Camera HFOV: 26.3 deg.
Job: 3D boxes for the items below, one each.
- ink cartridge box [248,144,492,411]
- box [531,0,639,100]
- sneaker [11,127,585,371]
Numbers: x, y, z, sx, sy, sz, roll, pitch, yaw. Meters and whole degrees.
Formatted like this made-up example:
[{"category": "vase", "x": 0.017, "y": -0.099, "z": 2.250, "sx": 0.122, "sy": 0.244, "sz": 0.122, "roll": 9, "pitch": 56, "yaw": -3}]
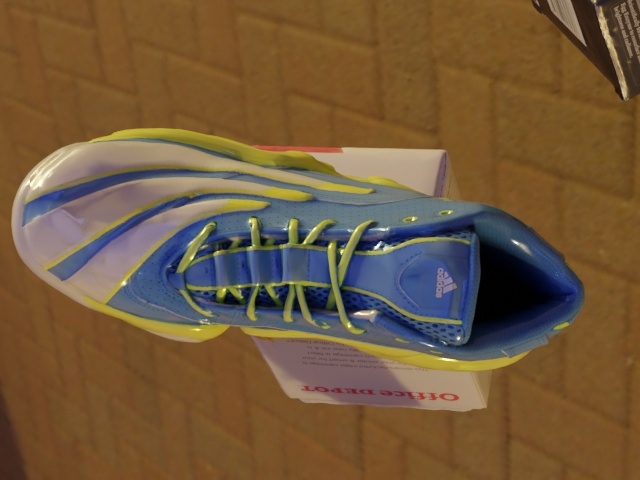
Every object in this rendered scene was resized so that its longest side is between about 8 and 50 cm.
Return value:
[{"category": "ink cartridge box", "x": 0.038, "y": 0.043, "z": 1.352, "sx": 0.226, "sy": 0.131, "sz": 0.306, "roll": 2, "pitch": 150, "yaw": 18}, {"category": "box", "x": 0.239, "y": -0.206, "z": 0.977, "sx": 0.093, "sy": 0.158, "sz": 0.156, "roll": 60, "pitch": -179, "yaw": -40}, {"category": "sneaker", "x": 0.000, "y": 0.000, "z": 0.559, "sx": 0.126, "sy": 0.240, "sz": 0.091, "roll": 164, "pitch": 113, "yaw": -70}]
